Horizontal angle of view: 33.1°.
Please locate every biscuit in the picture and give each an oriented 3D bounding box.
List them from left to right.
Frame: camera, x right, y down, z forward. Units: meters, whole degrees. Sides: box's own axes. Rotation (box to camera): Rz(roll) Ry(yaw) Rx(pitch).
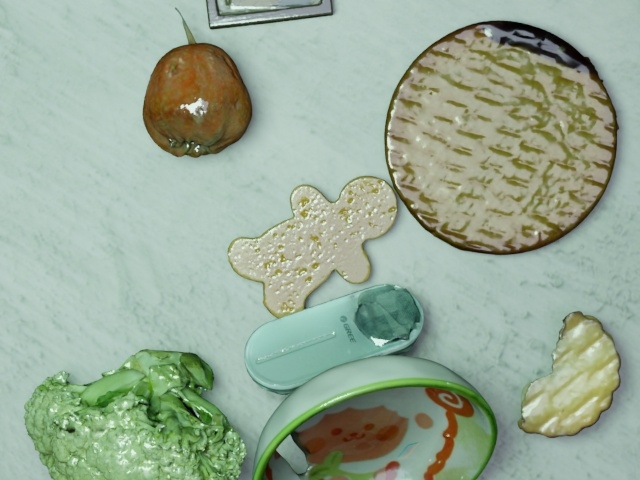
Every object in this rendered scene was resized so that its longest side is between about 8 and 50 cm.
[{"bbox_3d":[0.000,0.000,1.464,0.240,0.035,0.158,-34,97,2],"label":"biscuit"},{"bbox_3d":[0.242,-0.136,1.454,0.317,0.040,0.318,0,93,0],"label":"biscuit"},{"bbox_3d":[0.343,0.191,1.468,0.118,0.061,0.183,26,96,-4],"label":"biscuit"}]

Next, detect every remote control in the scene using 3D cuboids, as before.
[{"bbox_3d":[0.019,0.131,1.433,0.247,0.052,0.104,-18,56,-8],"label":"remote control"}]

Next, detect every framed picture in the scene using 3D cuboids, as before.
[{"bbox_3d":[-0.073,-0.357,1.445,0.168,0.023,0.128,-7,94,0],"label":"framed picture"}]

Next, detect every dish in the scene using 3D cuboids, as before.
[{"bbox_3d":[0.057,0.249,1.408,0.324,0.124,0.324,-10,133,-11],"label":"dish"}]

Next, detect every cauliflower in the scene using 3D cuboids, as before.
[{"bbox_3d":[-0.229,0.240,1.399,0.275,0.272,0.250,34,62,-16],"label":"cauliflower"}]

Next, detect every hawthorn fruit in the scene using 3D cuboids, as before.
[{"bbox_3d":[-0.152,-0.196,1.396,0.149,0.149,0.189,17,92,-1],"label":"hawthorn fruit"}]
